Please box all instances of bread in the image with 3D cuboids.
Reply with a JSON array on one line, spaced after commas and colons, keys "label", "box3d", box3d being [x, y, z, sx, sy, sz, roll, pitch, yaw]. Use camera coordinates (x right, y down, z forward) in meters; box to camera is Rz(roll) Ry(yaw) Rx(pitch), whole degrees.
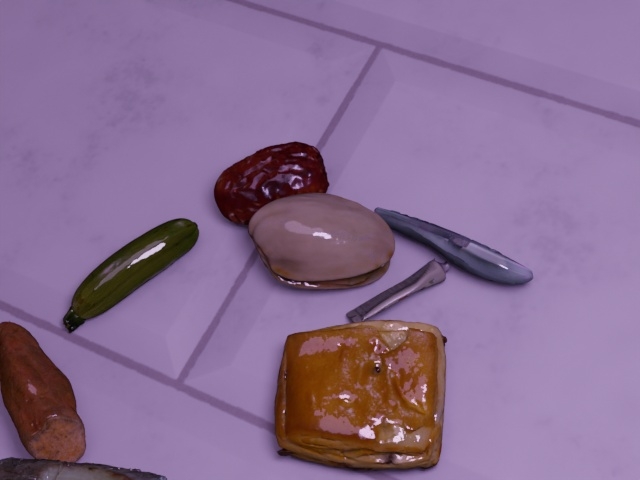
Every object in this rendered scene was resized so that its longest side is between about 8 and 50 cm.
[{"label": "bread", "box3d": [0.053, 0.206, 1.661, 0.235, 0.099, 0.210, -1, 61, 11]}]

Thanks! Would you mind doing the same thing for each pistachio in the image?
[{"label": "pistachio", "box3d": [0.000, 0.000, 1.772, 0.215, 0.144, 0.144, 7, 61, -2]}]

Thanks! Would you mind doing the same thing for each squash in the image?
[{"label": "squash", "box3d": [-0.292, 0.045, 1.842, 0.252, 0.066, 0.066, -37, 60, -11]}]

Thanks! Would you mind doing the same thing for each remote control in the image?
[{"label": "remote control", "box3d": [0.189, 0.009, 1.756, 0.256, 0.097, 0.045, 26, 89, 26]}]

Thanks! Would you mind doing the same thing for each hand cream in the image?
[{"label": "hand cream", "box3d": [0.115, 0.074, 1.758, 0.165, 0.037, 0.057, -29, 17, -7]}]

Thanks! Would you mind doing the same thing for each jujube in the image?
[{"label": "jujube", "box3d": [-0.076, -0.086, 1.852, 0.176, 0.112, 0.109, -17, 99, 5]}]

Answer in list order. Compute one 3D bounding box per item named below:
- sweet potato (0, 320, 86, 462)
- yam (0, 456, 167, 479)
[{"label": "sweet potato", "box3d": [-0.412, 0.212, 1.754, 0.097, 0.097, 0.252, -28, 61, -6]}, {"label": "yam", "box3d": [-0.320, 0.365, 1.615, 0.254, 0.154, 0.154, 2, 61, 20]}]
